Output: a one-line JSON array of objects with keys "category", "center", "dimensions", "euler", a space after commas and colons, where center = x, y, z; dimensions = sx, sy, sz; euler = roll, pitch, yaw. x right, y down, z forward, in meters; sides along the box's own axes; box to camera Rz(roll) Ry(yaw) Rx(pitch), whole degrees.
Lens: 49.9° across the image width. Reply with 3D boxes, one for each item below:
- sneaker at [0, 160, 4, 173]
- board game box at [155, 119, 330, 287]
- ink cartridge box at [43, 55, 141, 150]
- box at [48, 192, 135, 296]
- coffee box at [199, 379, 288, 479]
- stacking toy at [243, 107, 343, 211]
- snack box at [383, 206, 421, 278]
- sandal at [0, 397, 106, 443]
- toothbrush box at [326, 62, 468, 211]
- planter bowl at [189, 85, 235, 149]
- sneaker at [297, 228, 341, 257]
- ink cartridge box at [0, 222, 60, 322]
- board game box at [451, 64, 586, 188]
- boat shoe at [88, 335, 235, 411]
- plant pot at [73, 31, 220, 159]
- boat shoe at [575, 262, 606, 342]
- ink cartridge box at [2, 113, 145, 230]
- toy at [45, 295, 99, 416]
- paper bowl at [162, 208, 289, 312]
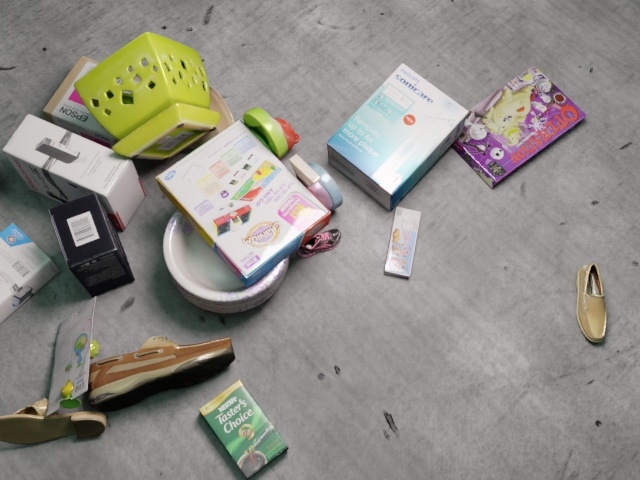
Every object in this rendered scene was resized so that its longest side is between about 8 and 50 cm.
[{"category": "sneaker", "center": [-0.854, -0.031, 1.582], "dimensions": [0.366, 0.137, 0.210], "euler": [-41, 76, -13]}, {"category": "board game box", "center": [-0.172, -0.088, 1.528], "dimensions": [0.242, 0.064, 0.316], "euler": [-38, 73, -18]}, {"category": "ink cartridge box", "center": [-0.549, -0.340, 1.757], "dimensions": [0.235, 0.088, 0.193], "euler": [22, 66, 4]}, {"category": "box", "center": [-0.508, 0.015, 1.542], "dimensions": [0.108, 0.207, 0.153], "euler": [-22, 69, -12]}, {"category": "coffee box", "center": [-0.167, 0.408, 1.487], "dimensions": [0.113, 0.040, 0.184], "euler": [-34, 73, -16]}, {"category": "stacking toy", "center": [-0.055, -0.204, 1.633], "dimensions": [0.130, 0.279, 0.309], "euler": [-39, 79, -16]}, {"category": "snack box", "center": [0.202, 0.004, 1.695], "dimensions": [0.064, 0.022, 0.178], "euler": [13, 66, 1]}, {"category": "sandal", "center": [-0.580, 0.375, 1.469], "dimensions": [0.240, 0.088, 0.079], "euler": [1, 35, -11]}, {"category": "toothbrush box", "center": [0.192, -0.259, 1.730], "dimensions": [0.216, 0.126, 0.295], "euler": [41, 78, 14]}, {"category": "planter bowl", "center": [-0.294, -0.292, 1.728], "dimensions": [0.109, 0.162, 0.162], "euler": [-23, 68, 13]}, {"category": "sneaker", "center": [0.000, 0.000, 1.665], "dimensions": [0.119, 0.057, 0.047], "euler": [-26, 69, -15]}, {"category": "ink cartridge box", "center": [-0.722, 0.078, 1.568], "dimensions": [0.140, 0.082, 0.190], "euler": [40, 71, 13]}, {"category": "board game box", "center": [0.517, -0.309, 1.840], "dimensions": [0.347, 0.056, 0.208], "euler": [-36, 78, -17]}, {"category": "boat shoe", "center": [-0.352, 0.264, 1.495], "dimensions": [0.324, 0.122, 0.120], "euler": [-17, 63, -10]}, {"category": "plant pot", "center": [-0.376, -0.311, 1.569], "dimensions": [0.228, 0.227, 0.207], "euler": [-29, 83, 19]}, {"category": "boat shoe", "center": [0.649, 0.145, 1.638], "dimensions": [0.068, 0.072, 0.190], "euler": [-1, 67, -4]}, {"category": "ink cartridge box", "center": [-0.572, -0.157, 1.616], "dimensions": [0.273, 0.197, 0.114], "euler": [24, 68, 7]}, {"category": "toy", "center": [-0.518, 0.253, 1.478], "dimensions": [0.137, 0.056, 0.237], "euler": [-33, 41, 24]}, {"category": "paper bowl", "center": [-0.213, 0.030, 1.588], "dimensions": [0.284, 0.148, 0.284], "euler": [1, 67, -3]}]
